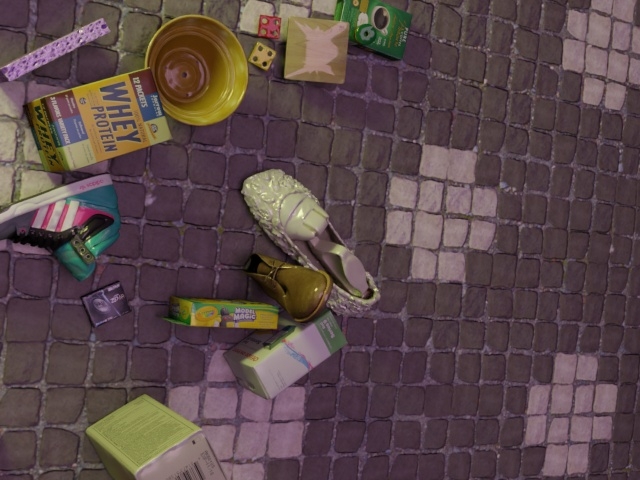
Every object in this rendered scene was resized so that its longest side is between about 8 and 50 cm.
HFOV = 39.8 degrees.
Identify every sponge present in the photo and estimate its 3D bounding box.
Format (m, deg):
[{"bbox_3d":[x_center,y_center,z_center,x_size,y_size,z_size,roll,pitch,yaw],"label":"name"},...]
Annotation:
[{"bbox_3d":[-0.496,-0.346,1.622,0.210,0.117,0.031,-34,111,-23],"label":"sponge"}]

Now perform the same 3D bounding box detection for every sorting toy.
[{"bbox_3d":[-0.020,-0.411,1.913,0.275,0.046,0.132,2,100,-13],"label":"sorting toy"}]

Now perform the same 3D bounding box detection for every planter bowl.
[{"bbox_3d":[-0.260,-0.336,1.771,0.217,0.090,0.217,-3,95,-29],"label":"planter bowl"}]

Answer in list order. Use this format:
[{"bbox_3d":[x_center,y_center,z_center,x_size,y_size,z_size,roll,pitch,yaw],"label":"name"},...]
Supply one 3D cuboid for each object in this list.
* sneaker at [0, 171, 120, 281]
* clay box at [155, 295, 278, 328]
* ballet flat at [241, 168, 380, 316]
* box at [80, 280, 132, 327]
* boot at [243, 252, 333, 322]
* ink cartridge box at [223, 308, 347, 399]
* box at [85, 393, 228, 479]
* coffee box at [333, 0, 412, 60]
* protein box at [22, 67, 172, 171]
[{"bbox_3d":[-0.499,0.001,1.647,0.296,0.124,0.178,-24,95,-27],"label":"sneaker"},{"bbox_3d":[-0.213,0.146,1.809,0.222,0.127,0.053,6,90,-30],"label":"clay box"},{"bbox_3d":[0.000,0.000,1.917,0.147,0.147,0.409,-47,113,-19],"label":"ballet flat"},{"bbox_3d":[-0.424,0.126,1.750,0.083,0.018,0.067,-24,105,-26],"label":"box"},{"bbox_3d":[-0.072,0.088,1.784,0.115,0.305,0.112,30,83,-23],"label":"boot"},{"bbox_3d":[-0.076,0.231,1.876,0.212,0.154,0.093,-35,109,-22],"label":"ink cartridge box"},{"bbox_3d":[-0.315,0.402,1.662,0.148,0.311,0.121,-30,107,-24],"label":"box"},{"bbox_3d":[0.116,-0.485,2.001,0.184,0.040,0.113,11,89,-29],"label":"coffee box"},{"bbox_3d":[-0.413,-0.219,1.628,0.200,0.201,0.135,-22,104,-26],"label":"protein box"}]
